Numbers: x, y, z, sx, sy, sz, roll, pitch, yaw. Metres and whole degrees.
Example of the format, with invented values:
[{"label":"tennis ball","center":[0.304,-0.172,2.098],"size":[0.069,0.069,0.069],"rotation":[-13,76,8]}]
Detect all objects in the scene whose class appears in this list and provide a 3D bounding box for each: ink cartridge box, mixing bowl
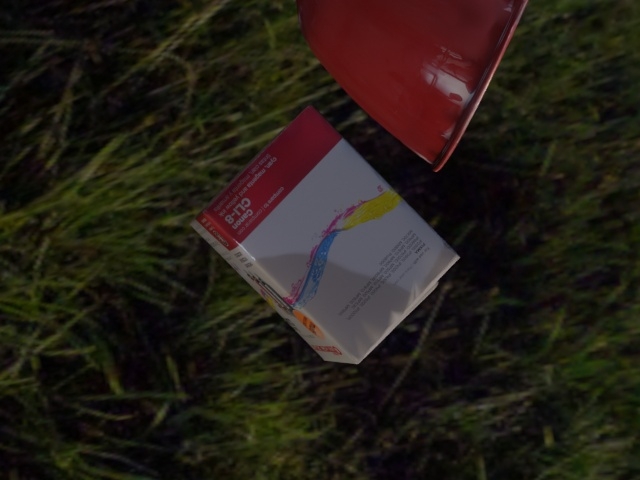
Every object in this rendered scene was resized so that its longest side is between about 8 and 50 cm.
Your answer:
[{"label":"ink cartridge box","center":[0.000,0.000,0.992],"size":[0.176,0.128,0.127],"rotation":[45,79,-5]},{"label":"mixing bowl","center":[0.048,-0.135,0.563],"size":[0.098,0.181,0.181],"rotation":[24,49,0]}]
